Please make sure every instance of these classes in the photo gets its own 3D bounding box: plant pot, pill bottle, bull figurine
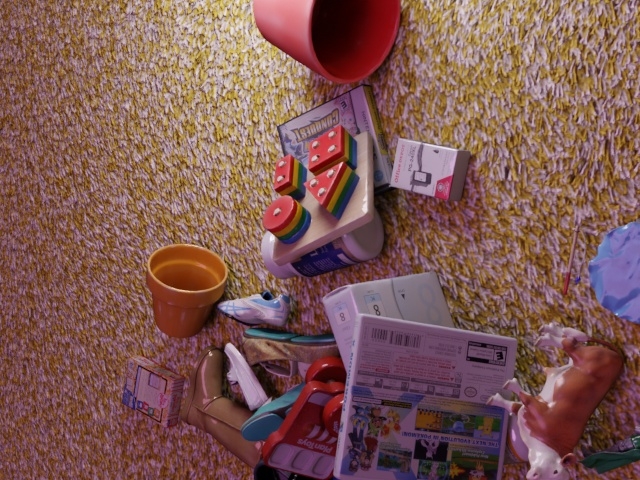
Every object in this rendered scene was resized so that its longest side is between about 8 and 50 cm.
[{"bbox_3d":[-0.355,0.143,2.205,0.205,0.205,0.188,37,129,31],"label":"plant pot"},{"bbox_3d":[0.000,0.000,1.936,0.265,0.153,0.153,-19,81,37],"label":"pill bottle"},{"bbox_3d":[-0.002,-0.502,1.860,0.243,0.275,0.275,26,108,43],"label":"plant pot"},{"bbox_3d":[0.370,0.385,1.690,0.208,0.117,0.117,-20,80,37],"label":"pill bottle"},{"bbox_3d":[0.431,0.296,1.563,0.188,0.310,0.101,38,161,8],"label":"bull figurine"}]

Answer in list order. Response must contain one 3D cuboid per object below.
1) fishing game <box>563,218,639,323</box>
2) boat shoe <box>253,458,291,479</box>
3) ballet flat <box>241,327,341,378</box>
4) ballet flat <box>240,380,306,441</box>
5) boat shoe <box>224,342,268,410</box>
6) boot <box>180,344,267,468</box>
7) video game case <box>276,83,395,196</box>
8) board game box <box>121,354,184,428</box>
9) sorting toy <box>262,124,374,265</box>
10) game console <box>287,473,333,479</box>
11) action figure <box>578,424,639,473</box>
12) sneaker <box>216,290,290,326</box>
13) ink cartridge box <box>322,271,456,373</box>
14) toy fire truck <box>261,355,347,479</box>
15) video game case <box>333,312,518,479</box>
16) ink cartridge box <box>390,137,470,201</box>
[{"bbox_3d":[0.587,0.056,1.558,0.264,0.041,0.189,12,100,29],"label":"fishing game"},{"bbox_3d":[-0.004,0.703,1.975,0.187,0.156,0.500,-41,69,30],"label":"boat shoe"},{"bbox_3d":[-0.053,0.271,2.017,0.348,0.123,0.123,-2,91,43],"label":"ballet flat"},{"bbox_3d":[-0.086,0.407,2.057,0.247,0.083,0.087,-30,29,21],"label":"ballet flat"},{"bbox_3d":[-0.199,0.342,2.126,0.063,0.066,0.184,-32,74,-10],"label":"boat shoe"},{"bbox_3d":[-0.217,0.425,2.174,0.269,0.089,0.236,23,104,30],"label":"boot"},{"bbox_3d":[0.032,-0.197,1.975,0.275,0.035,0.248,-20,80,36],"label":"video game case"},{"bbox_3d":[-0.474,0.423,2.390,0.193,0.045,0.146,19,103,35],"label":"board game box"},{"bbox_3d":[-0.014,-0.109,1.839,0.257,0.089,0.255,-27,41,29],"label":"sorting toy"},{"bbox_3d":[0.101,0.582,1.890,0.361,0.213,0.044,22,148,19],"label":"game console"},{"bbox_3d":[0.593,0.364,1.532,0.232,0.137,0.063,-24,65,27],"label":"action figure"},{"bbox_3d":[-0.165,0.168,2.127,0.237,0.085,0.086,0,66,41],"label":"sneaker"},{"bbox_3d":[0.185,0.263,1.707,0.091,0.308,0.385,-29,75,36],"label":"ink cartridge box"},{"bbox_3d":[0.051,0.414,1.833,0.254,0.302,0.169,-58,29,16],"label":"toy fire truck"},{"bbox_3d":[0.201,0.308,1.582,0.036,0.329,0.300,166,113,-72],"label":"video game case"},{"bbox_3d":[0.231,-0.151,1.805,0.150,0.063,0.109,17,102,36],"label":"ink cartridge box"}]
